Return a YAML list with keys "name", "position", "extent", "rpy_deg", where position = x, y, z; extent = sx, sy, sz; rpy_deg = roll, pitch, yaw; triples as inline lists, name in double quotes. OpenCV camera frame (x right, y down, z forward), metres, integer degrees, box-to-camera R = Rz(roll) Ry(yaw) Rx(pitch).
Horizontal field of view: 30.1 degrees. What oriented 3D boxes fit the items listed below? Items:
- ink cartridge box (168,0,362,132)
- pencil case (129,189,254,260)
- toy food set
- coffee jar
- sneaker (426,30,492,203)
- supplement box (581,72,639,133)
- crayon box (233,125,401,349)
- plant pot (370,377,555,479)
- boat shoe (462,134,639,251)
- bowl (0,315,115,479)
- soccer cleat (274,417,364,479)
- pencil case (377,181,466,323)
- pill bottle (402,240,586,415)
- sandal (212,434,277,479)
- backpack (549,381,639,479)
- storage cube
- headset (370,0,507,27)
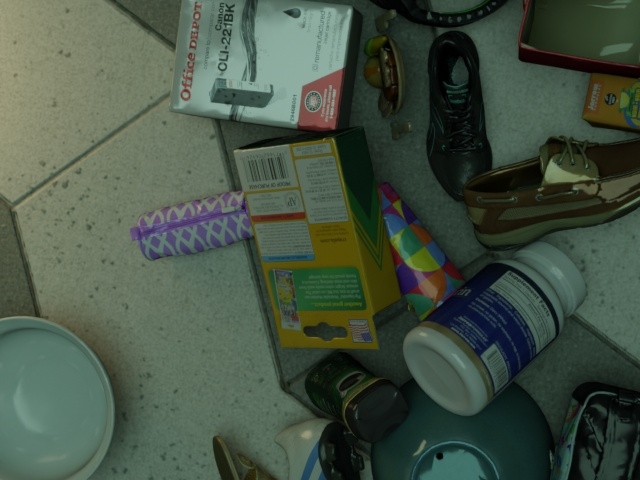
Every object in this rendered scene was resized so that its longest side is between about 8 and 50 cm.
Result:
- name: "ink cartridge box"
  position: [-0.086, -0.277, 1.855]
  extent: [0.272, 0.114, 0.197]
  rpy_deg: [8, 95, 10]
- name: "pencil case"
  position: [-0.192, -0.025, 1.898]
  extent: [0.206, 0.088, 0.086]
  rpy_deg: [-15, 88, 11]
- name: "toy food set"
  position: [0.096, -0.251, 1.819]
  extent: [0.038, 0.132, 0.192]
  rpy_deg: [-9, 92, -10]
- name: "coffee jar"
  position: [0.055, 0.238, 1.811]
  extent: [0.096, 0.184, 0.079]
  rpy_deg: [-35, 114, -14]
- name: "sneaker"
  position: [0.203, -0.188, 1.814]
  extent: [0.101, 0.106, 0.267]
  rpy_deg: [-8, 92, 9]
- name: "supplement box"
  position: [0.508, -0.190, 1.747]
  extent: [0.233, 0.080, 0.078]
  rpy_deg: [13, 95, 27]
- name: "crayon box"
  position: [0.000, 0.000, 1.806]
  extent: [0.203, 0.083, 0.323]
  rpy_deg: [-3, 105, 40]
- name: "plant pot"
  position: [0.209, 0.344, 1.790]
  extent: [0.290, 0.195, 0.290]
  rpy_deg: [0, 92, 9]
- name: "boat shoe"
  position: [0.357, -0.088, 1.736]
  extent: [0.324, 0.123, 0.120]
  rpy_deg: [-22, 119, 21]
- name: "bowl"
  position: [-0.453, 0.262, 1.933]
  extent: [0.297, 0.134, 0.298]
  rpy_deg: [1, 93, 10]
- name: "soccer cleat"
  position: [0.017, 0.436, 1.884]
  extent: [0.143, 0.116, 0.331]
  rpy_deg: [-6, 100, 39]
- name: "pencil case"
  position: [0.131, 0.025, 1.839]
  extent: [0.104, 0.104, 0.236]
  rpy_deg: [-35, 85, 10]
- name: "pill bottle"
  position: [0.260, 0.122, 1.743]
  extent: [0.264, 0.153, 0.153]
  rpy_deg: [-37, 85, -26]
- name: "sandal"
  position: [-0.102, 0.413, 1.921]
  extent: [0.079, 0.088, 0.240]
  rpy_deg: [-19, 97, -21]
- name: "backpack"
  position: [0.449, 0.347, 1.747]
  extent: [0.225, 0.191, 0.254]
  rpy_deg: [12, 87, 2]
- name: "storage cube"
  position: [0.397, -0.341, 1.729]
  extent: [0.214, 0.193, 0.184]
  rpy_deg: [11, 94, 9]
- name: "headset"
  position: [0.119, -0.467, 1.823]
  extent: [0.394, 0.185, 0.244]
  rpy_deg: [15, 93, -6]
